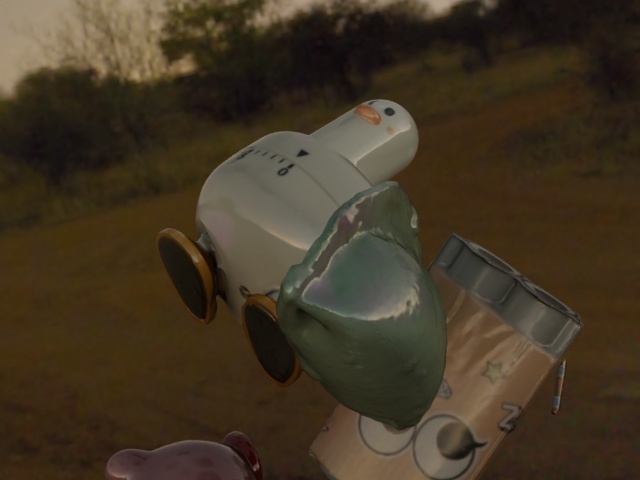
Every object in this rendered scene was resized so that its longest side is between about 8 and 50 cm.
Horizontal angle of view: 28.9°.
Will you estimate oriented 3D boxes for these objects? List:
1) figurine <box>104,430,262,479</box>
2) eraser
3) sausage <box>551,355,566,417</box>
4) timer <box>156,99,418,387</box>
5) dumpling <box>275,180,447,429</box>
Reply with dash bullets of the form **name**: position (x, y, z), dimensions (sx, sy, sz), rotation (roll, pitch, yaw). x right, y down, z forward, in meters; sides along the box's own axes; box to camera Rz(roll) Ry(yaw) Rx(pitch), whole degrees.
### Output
- **figurine**: position (-0.140, 0.298, 1.328), dimensions (0.173, 0.173, 0.173), rotation (-13, 8, 2)
- **eraser**: position (0.131, 0.157, 1.307), dimensions (0.171, 0.290, 0.087), rotation (37, 11, 21)
- **sausage**: position (0.370, 0.226, 1.928), dimensions (0.015, 0.100, 0.015), rotation (11, -22, 5)
- **timer**: position (0.000, 0.000, 1.169), dimensions (0.240, 0.233, 0.233), rotation (-35, 17, -27)
- **dumpling**: position (0.028, 0.043, 0.858), dimensions (0.105, 0.149, 0.217), rotation (-24, -32, 14)
